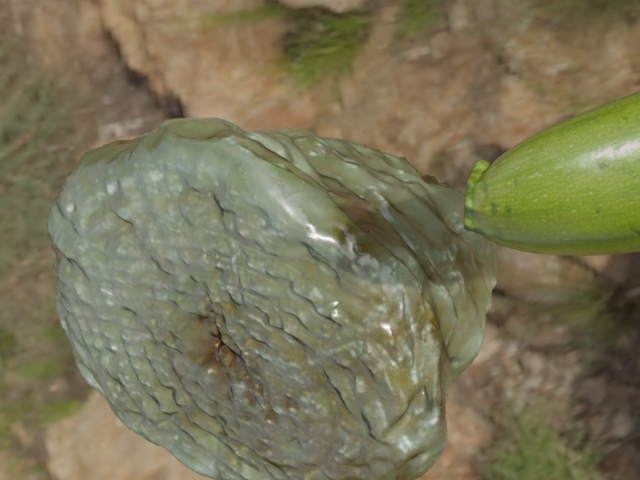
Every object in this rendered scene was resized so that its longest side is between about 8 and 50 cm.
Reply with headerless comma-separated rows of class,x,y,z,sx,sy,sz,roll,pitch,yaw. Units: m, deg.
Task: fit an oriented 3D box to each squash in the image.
squash,0.149,-0.031,0.638,0.201,0.066,0.066,-11,95,16

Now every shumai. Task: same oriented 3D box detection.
shumai,0.000,0.000,1.178,0.309,0.263,0.304,28,136,22
